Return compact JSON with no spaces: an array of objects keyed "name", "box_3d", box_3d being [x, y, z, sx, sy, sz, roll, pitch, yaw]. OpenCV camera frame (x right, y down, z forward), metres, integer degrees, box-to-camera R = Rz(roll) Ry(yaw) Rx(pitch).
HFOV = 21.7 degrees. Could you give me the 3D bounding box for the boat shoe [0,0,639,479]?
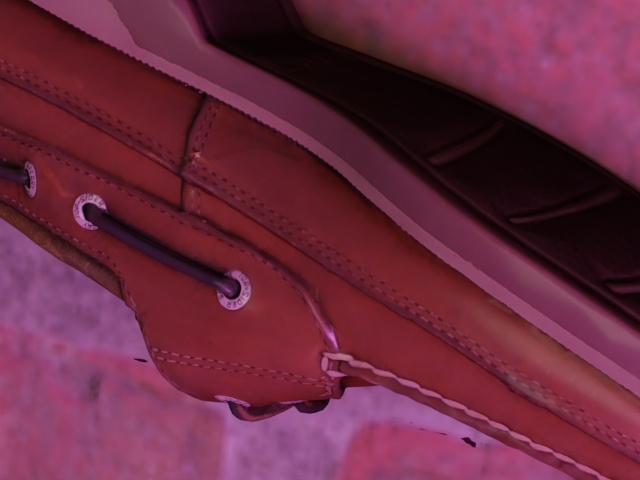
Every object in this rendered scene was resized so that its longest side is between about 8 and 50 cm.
[{"name":"boat shoe","box_3d":[0.000,0.000,0.494,0.307,0.111,0.104,35,110,24]}]
